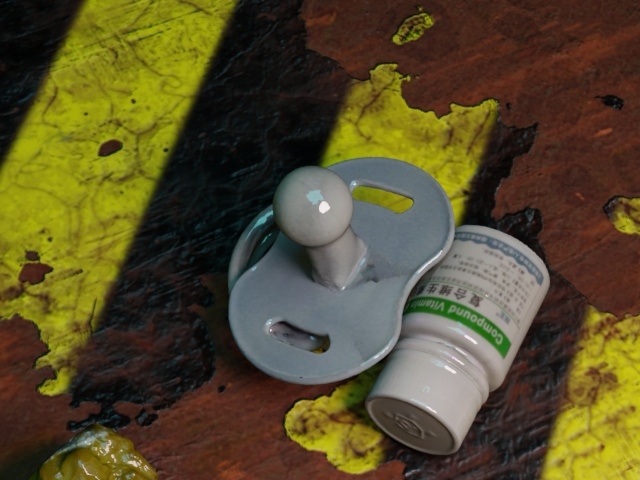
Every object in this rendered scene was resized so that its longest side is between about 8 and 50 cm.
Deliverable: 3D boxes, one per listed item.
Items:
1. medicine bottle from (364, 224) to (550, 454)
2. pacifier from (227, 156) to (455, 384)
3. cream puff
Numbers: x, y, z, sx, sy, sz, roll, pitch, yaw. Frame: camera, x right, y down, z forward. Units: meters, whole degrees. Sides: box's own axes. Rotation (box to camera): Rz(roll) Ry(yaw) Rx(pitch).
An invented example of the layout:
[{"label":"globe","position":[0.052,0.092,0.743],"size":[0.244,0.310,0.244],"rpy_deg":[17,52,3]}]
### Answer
[{"label":"medicine bottle","position":[0.148,0.110,2.060],"size":[0.139,0.139,0.237],"rpy_deg":[26,63,10]},{"label":"pacifier","position":[0.000,0.000,2.030],"size":[0.244,0.233,0.299],"rpy_deg":[20,64,24]},{"label":"cream puff","position":[-0.241,0.265,1.949],"size":[0.116,0.146,0.146],"rpy_deg":[45,66,2]}]
